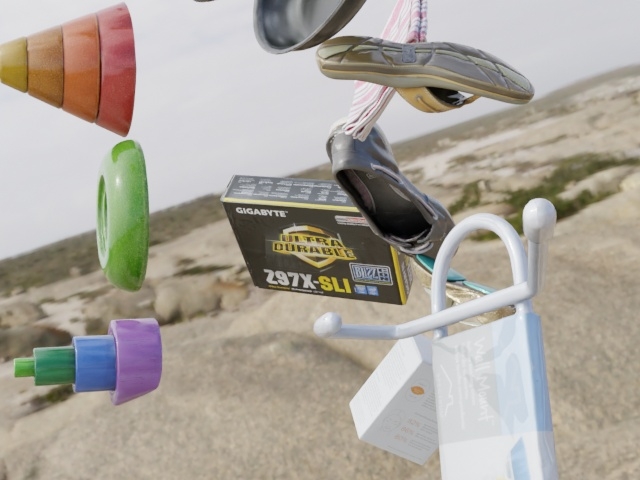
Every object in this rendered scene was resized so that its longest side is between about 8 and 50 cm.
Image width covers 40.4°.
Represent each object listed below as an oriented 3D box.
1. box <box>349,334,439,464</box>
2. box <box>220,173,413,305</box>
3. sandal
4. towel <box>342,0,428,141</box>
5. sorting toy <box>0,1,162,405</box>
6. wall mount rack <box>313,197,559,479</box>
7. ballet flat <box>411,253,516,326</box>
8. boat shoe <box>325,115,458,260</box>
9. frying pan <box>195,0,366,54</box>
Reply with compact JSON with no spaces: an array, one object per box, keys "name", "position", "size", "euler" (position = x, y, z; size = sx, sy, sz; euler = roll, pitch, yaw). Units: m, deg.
[{"name":"box","position":[0.150,0.247,1.372],"size":[0.170,0.130,0.091],"euler":[-54,23,19]},{"name":"box","position":[0.000,0.000,1.641],"size":[0.322,0.257,0.079],"euler":[6,51,20]},{"name":"sandal","position":[0.084,-0.131,0.720],"size":[0.180,0.049,0.072],"euler":[7,36,5]},{"name":"towel","position":[0.075,-0.215,0.992],"size":[0.144,0.029,0.197],"euler":[-55,16,35]},{"name":"sorting toy","position":[-0.211,-0.041,0.712],"size":[0.126,0.365,0.127],"euler":[0,-26,-21]},{"name":"wall mount rack","position":[0.102,0.129,0.571],"size":[0.131,0.349,0.304],"euler":[6,-20,-27]},{"name":"ballet flat","position":[0.200,0.082,1.281],"size":[0.073,0.067,0.206],"euler":[6,15,-37]},{"name":"boat shoe","position":[0.108,-0.044,1.302],"size":[0.112,0.335,0.095],"euler":[-17,45,28]},{"name":"frying pan","position":[-0.036,-0.238,0.840],"size":[0.053,0.197,0.326],"euler":[20,-29,-32]}]
